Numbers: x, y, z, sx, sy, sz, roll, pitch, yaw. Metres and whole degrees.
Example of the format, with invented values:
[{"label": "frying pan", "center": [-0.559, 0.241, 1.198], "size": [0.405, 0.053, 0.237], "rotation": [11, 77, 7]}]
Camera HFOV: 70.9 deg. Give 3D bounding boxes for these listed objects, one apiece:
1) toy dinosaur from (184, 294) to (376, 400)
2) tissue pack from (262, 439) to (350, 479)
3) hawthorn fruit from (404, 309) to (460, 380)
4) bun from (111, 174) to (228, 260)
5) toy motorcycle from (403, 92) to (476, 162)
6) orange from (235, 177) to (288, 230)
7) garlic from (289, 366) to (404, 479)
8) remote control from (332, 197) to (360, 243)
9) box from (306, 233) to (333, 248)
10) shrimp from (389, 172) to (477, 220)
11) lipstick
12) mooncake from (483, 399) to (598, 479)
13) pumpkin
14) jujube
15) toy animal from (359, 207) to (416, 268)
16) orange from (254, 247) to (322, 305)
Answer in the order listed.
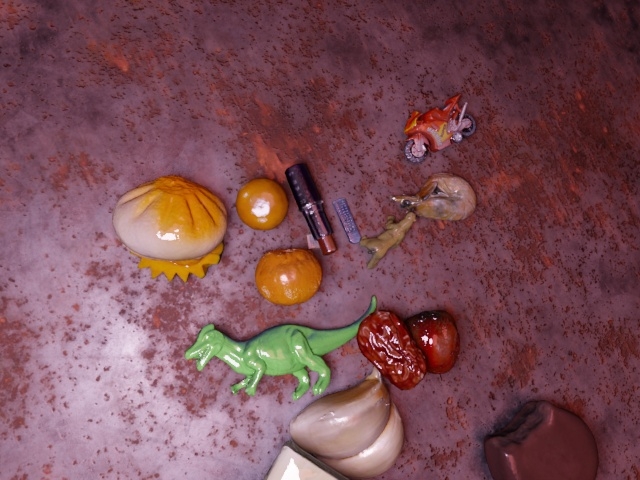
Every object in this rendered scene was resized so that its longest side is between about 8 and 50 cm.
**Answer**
[{"label": "toy dinosaur", "center": [-0.095, 0.253, 1.316], "size": [0.374, 0.144, 0.500], "rotation": [41, 61, -4]}, {"label": "tissue pack", "center": [-0.048, 0.741, 1.047], "size": [0.332, 0.205, 0.404], "rotation": [30, 70, 7]}, {"label": "hawthorn fruit", "center": [0.348, 0.326, 1.364], "size": [0.181, 0.181, 0.234], "rotation": [-22, 98, -15]}, {"label": "bun", "center": [-0.392, -0.084, 1.194], "size": [0.299, 0.298, 0.164], "rotation": [9, 120, -11]}, {"label": "toy motorcycle", "center": [0.392, -0.381, 1.519], "size": [0.298, 0.089, 0.171], "rotation": [-29, 88, -16]}, {"label": "orange", "center": [-0.173, -0.107, 1.334], "size": [0.156, 0.124, 0.156], "rotation": [0, 95, -2]}, {"label": "garlic", "center": [0.089, 0.527, 1.268], "size": [0.313, 0.285, 0.249], "rotation": [-29, 44, -21]}, {"label": "remote control", "center": [0.084, -0.060, 1.434], "size": [0.044, 0.027, 0.152], "rotation": [-21, 85, -9]}, {"label": "box", "center": [0.000, 0.000, 1.411], "size": [0.084, 0.012, 0.046], "rotation": [-6, 82, -12]}, {"label": "shrimp", "center": [0.380, -0.151, 1.496], "size": [0.318, 0.077, 0.168], "rotation": [4, 70, -16]}, {"label": "lipstick", "center": [-0.024, -0.095, 1.384], "size": [0.081, 0.081, 0.299], "rotation": [-22, 84, -15]}, {"label": "mooncake", "center": [0.659, 0.656, 1.375], "size": [0.334, 0.174, 0.325], "rotation": [25, 74, -5]}, {"label": "pumpkin", "center": [-0.399, 0.031, 1.288], "size": [0.254, 0.149, 0.130], "rotation": [11, 119, -3]}, {"label": "jujube", "center": [0.204, 0.309, 1.277], "size": [0.155, 0.155, 0.230], "rotation": [-35, 69, -15]}, {"label": "toy animal", "center": [0.217, -0.012, 1.416], "size": [0.219, 0.101, 0.103], "rotation": [-38, 89, -15]}, {"label": "orange", "center": [-0.090, 0.105, 1.291], "size": [0.194, 0.193, 0.161], "rotation": [-10, 109, -14]}]
